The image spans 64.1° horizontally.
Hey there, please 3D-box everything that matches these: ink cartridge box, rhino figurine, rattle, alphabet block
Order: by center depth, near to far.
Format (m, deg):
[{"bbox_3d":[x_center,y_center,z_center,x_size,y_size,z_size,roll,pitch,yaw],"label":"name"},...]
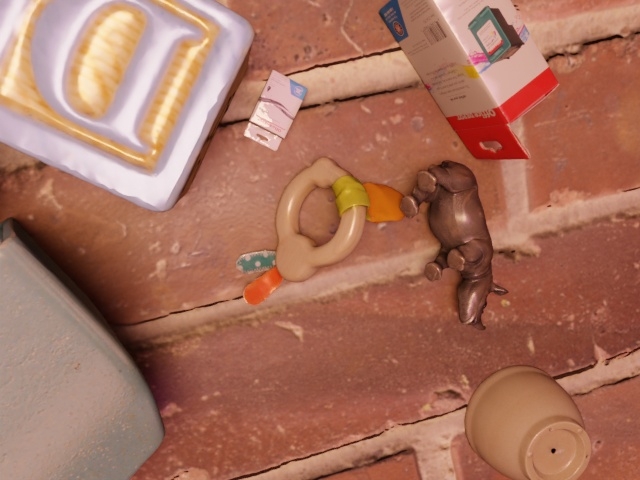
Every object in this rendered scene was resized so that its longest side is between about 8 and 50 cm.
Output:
[{"bbox_3d":[-0.192,-0.156,0.509,0.193,0.197,0.192,28,93,-14],"label":"alphabet block"},{"bbox_3d":[0.179,-0.208,0.600,0.078,0.134,0.231,-39,104,-3],"label":"ink cartridge box"},{"bbox_3d":[-0.055,-0.156,0.620,0.048,0.028,0.083,25,94,-13],"label":"ink cartridge box"},{"bbox_3d":[0.000,0.000,0.656,0.130,0.142,0.200,38,109,18],"label":"rattle"},{"bbox_3d":[0.183,0.010,0.660,0.106,0.073,0.243,-33,107,-40],"label":"rhino figurine"}]

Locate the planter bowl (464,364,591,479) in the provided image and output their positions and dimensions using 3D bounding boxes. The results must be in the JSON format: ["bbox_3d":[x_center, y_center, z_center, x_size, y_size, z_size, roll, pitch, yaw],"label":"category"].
[{"bbox_3d":[0.300,0.271,0.714,0.162,0.109,0.162,-2,99,-10],"label":"planter bowl"}]

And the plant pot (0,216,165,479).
[{"bbox_3d":[-0.304,0.158,0.501,0.247,0.248,0.252,-47,116,-18],"label":"plant pot"}]
